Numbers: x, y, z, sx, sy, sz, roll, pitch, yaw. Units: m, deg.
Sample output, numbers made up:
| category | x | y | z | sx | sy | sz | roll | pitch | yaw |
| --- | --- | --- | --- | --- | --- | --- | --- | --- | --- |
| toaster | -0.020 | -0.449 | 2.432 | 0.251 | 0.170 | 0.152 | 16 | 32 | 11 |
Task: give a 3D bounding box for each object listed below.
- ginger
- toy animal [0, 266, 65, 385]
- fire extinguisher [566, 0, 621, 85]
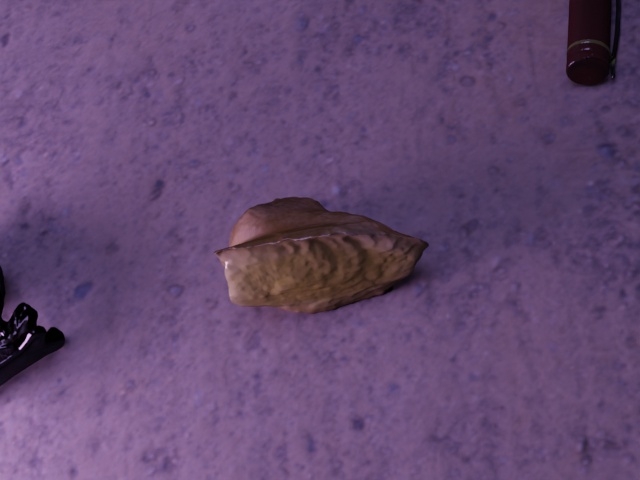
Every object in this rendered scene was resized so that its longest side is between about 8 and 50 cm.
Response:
| category | x | y | z | sx | sy | sz | roll | pitch | yaw |
| --- | --- | --- | --- | --- | --- | --- | --- | --- | --- |
| ginger | 0.004 | 0.001 | 1.538 | 0.193 | 0.115 | 0.122 | -5 | 39 | 3 |
| toy animal | -0.360 | 0.054 | 1.618 | 0.121 | 0.117 | 0.210 | -39 | 55 | -1 |
| fire extinguisher | 0.269 | -0.228 | 1.631 | 0.064 | 0.043 | 0.158 | 13 | 58 | -8 |
